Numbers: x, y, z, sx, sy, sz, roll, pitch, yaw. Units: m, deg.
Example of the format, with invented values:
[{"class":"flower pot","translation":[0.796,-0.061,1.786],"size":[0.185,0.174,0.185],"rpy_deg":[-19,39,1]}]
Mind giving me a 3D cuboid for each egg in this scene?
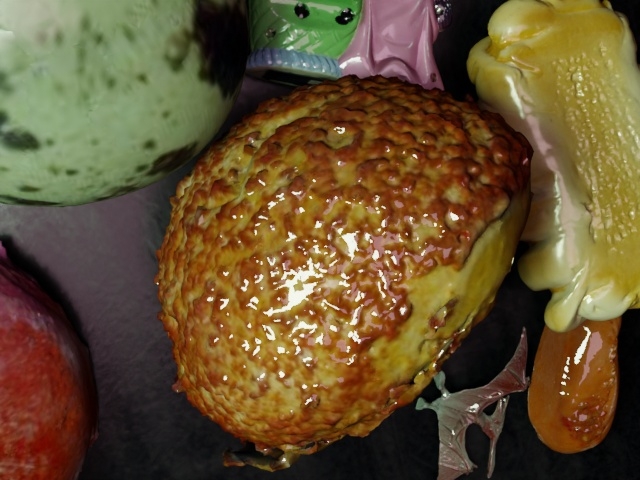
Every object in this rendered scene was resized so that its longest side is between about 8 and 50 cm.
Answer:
[{"class":"egg","translation":[-0.237,-0.174,0.643],"size":[0.379,0.287,0.288],"rpy_deg":[12,97,-16]}]

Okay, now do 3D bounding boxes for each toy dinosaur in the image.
[{"class":"toy dinosaur","translation":[0.153,0.182,0.930],"size":[0.108,0.032,0.220],"rpy_deg":[24,103,-19]}]

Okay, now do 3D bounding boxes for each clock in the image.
[{"class":"clock","translation":[0.031,-0.228,0.795],"size":[0.194,0.100,0.195],"rpy_deg":[9,90,-15]}]

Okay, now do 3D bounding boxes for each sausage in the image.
[{"class":"sausage","translation":[0.262,0.132,0.917],"size":[0.089,0.089,0.179],"rpy_deg":[5,98,-14]}]

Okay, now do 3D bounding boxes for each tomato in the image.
[{"class":"tomato","translation":[-0.327,0.166,0.744],"size":[0.289,0.176,0.335],"rpy_deg":[29,91,-19]}]

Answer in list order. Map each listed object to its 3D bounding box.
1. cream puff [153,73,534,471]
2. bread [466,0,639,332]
[{"class":"cream puff","translation":[0.001,-0.002,0.722],"size":[0.350,0.350,0.229],"rpy_deg":[-44,99,-3]},{"class":"bread","translation":[0.239,-0.081,0.847],"size":[0.172,0.121,0.311],"rpy_deg":[-16,92,-13]}]
